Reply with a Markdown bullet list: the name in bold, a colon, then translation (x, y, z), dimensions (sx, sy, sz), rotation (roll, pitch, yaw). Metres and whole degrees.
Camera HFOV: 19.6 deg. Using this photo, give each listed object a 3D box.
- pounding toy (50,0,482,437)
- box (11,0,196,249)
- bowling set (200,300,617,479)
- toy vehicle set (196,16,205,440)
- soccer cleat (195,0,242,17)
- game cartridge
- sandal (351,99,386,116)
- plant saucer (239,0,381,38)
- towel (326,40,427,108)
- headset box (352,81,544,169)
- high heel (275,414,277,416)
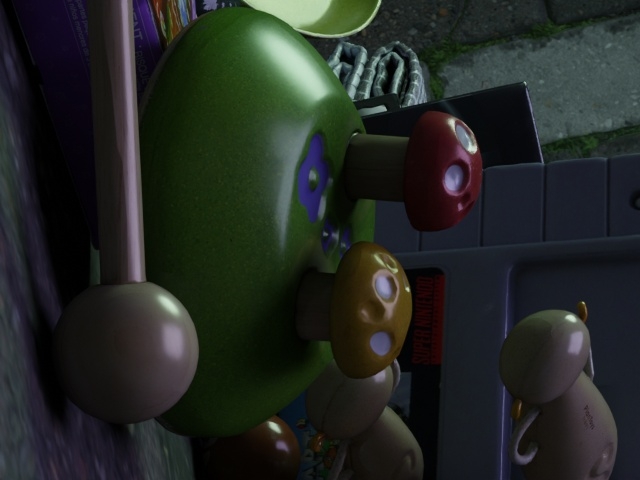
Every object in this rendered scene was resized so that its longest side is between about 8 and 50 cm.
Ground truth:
- **pounding toy**: translation (-0.006, -0.006, 0.745), dimensions (0.237, 0.110, 0.182), rotation (15, 81, -70)
- **box**: translation (-0.103, -0.164, 0.849), dimensions (0.293, 0.057, 0.201), rotation (-99, 177, -51)
- **bowling set**: translation (-0.002, 0.137, 0.912), dimensions (0.287, 0.200, 0.154), rotation (-55, 151, -19)
- **toy vehicle set**: translation (-0.075, -0.030, 1.066), dimensions (0.166, 0.035, 0.266), rotation (75, 4, -50)
- **soccer cleat**: translation (-0.076, -0.121, 1.236), dimensions (0.179, 0.060, 0.072), rotation (79, 1, -81)
- **game cartridge**: translation (0.085, 0.122, 1.029), dimensions (0.068, 0.230, 0.355), rotation (60, 30, -60)
- **sandal**: translation (0.066, -0.080, 1.685), dimensions (0.416, 0.102, 0.169), rotation (47, 0, 0)
- **plant saucer**: translation (-0.053, -0.239, 1.324), dimensions (0.241, 0.037, 0.241), rotation (30, 42, -32)
- **towel**: translation (0.050, -0.030, 1.909), dimensions (0.235, 0.121, 0.283), rotation (75, 26, -49)
- **headset box**: translation (0.059, 0.029, 1.392), dimensions (0.131, 0.246, 0.283), rotation (28, 48, -86)
- **high heel**: translation (0.003, 0.149, 1.211), dimensions (0.186, 0.093, 0.261), rotation (-81, 151, -65)
